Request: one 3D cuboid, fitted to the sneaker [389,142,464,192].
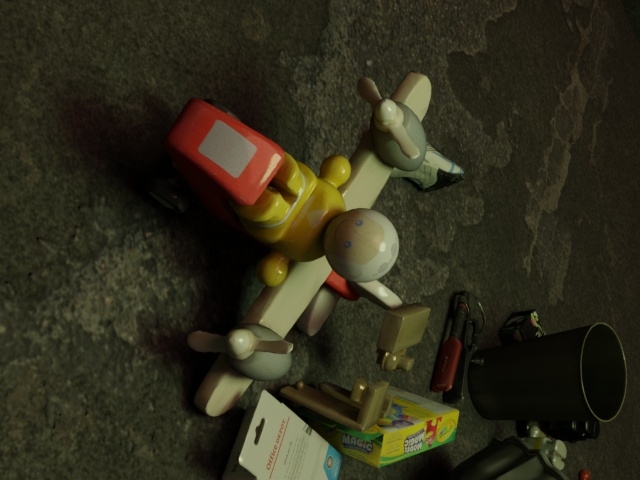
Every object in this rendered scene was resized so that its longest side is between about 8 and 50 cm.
[{"bbox_3d":[0.174,-0.138,1.511,0.237,0.085,0.086,14,60,-52],"label":"sneaker"}]

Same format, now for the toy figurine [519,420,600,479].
[{"bbox_3d":[0.408,0.420,1.571,0.210,0.148,0.212,-19,95,-46],"label":"toy figurine"}]

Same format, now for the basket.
[{"bbox_3d":[0.386,0.240,1.527,0.204,0.227,0.154,-32,103,-51],"label":"basket"}]

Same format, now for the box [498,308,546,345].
[{"bbox_3d":[0.389,0.180,1.692,0.083,0.052,0.062,-38,107,-49],"label":"box"}]

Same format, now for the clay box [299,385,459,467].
[{"bbox_3d":[0.080,0.257,1.221,0.222,0.128,0.053,-2,102,-50],"label":"clay box"}]

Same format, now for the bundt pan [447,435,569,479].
[{"bbox_3d":[0.279,0.461,1.285,0.124,0.331,0.330,-15,90,-19],"label":"bundt pan"}]

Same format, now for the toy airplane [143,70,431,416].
[{"bbox_3d":[0.000,0.000,1.086,0.385,0.272,0.385,-15,113,-36],"label":"toy airplane"}]

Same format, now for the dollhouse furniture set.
[{"bbox_3d":[0.049,0.147,1.172,0.144,0.123,0.151,-4,112,-65],"label":"dollhouse furniture set"}]

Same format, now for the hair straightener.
[{"bbox_3d":[0.246,0.184,1.530,0.089,0.047,0.230,46,42,-32],"label":"hair straightener"}]

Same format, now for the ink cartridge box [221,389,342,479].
[{"bbox_3d":[-0.055,0.274,1.100,0.180,0.060,0.104,48,45,-34],"label":"ink cartridge box"}]
